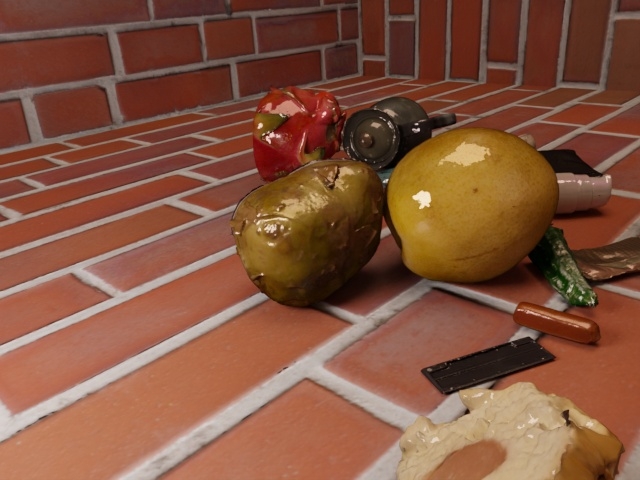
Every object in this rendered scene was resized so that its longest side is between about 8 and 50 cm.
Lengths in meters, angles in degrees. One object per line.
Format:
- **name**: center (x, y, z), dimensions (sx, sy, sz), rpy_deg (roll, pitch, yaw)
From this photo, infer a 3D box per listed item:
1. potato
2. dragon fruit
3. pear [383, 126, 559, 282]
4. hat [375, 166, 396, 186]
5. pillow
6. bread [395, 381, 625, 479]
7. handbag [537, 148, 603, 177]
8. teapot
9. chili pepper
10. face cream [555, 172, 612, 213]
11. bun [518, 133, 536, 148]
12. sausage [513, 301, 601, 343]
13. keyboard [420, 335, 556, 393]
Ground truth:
- **potato**: center (0.000, 0.000, 1.039), dimensions (0.300, 0.246, 0.196), rpy_deg (-24, 40, -2)
- **dragon fruit**: center (-0.045, -0.303, 1.666), dimensions (0.226, 0.305, 0.305), rpy_deg (4, 25, 18)
- **pear**: center (0.272, -0.069, 1.078), dimensions (0.315, 0.314, 0.314), rpy_deg (-3, 23, 1)
- **hat**: center (0.231, -0.174, 1.607), dimensions (0.191, 0.077, 0.138), rpy_deg (-13, 9, 27)
- **pillow**: center (0.579, 0.035, 1.120), dimensions (0.211, 0.034, 0.135), rpy_deg (-10, 26, -10)
- **bread**: center (0.161, 0.219, 0.532), dimensions (0.224, 0.211, 0.183), rpy_deg (14, 36, 25)
- **handbag**: center (0.626, -0.188, 1.568), dimensions (0.247, 0.080, 0.223), rpy_deg (-4, 24, 1)
- **teapot**: center (0.217, -0.295, 1.680), dimensions (0.306, 0.223, 0.285), rpy_deg (22, 25, 24)
- **chili pepper**: center (0.451, 0.054, 1.046), dimensions (0.059, 0.088, 0.226), rpy_deg (20, 24, -13)
- **face cream**: center (0.516, -0.111, 1.381), dimensions (0.346, 0.101, 0.102), rpy_deg (-1, 24, 5)
- **bun**: center (0.589, -0.255, 1.724), dimensions (0.138, 0.094, 0.138), rpy_deg (-24, -3, -1)
- **sausage**: center (0.377, 0.132, 0.913), dimensions (0.131, 0.041, 0.039), rpy_deg (15, 15, 36)
- **keyboard**: center (0.250, 0.183, 0.852), dimensions (0.198, 0.010, 0.063), rpy_deg (-12, 26, -18)
